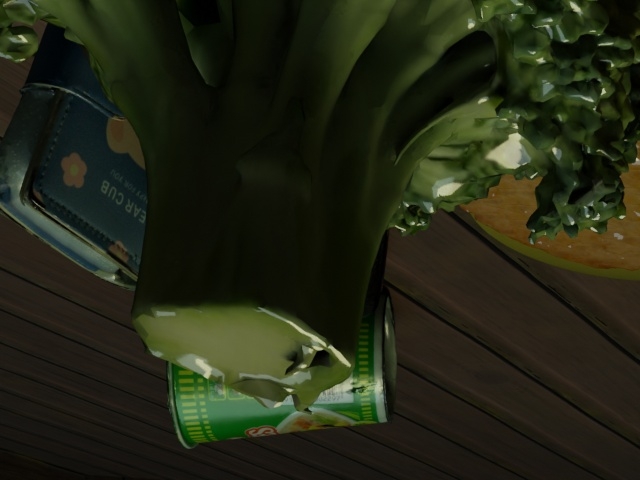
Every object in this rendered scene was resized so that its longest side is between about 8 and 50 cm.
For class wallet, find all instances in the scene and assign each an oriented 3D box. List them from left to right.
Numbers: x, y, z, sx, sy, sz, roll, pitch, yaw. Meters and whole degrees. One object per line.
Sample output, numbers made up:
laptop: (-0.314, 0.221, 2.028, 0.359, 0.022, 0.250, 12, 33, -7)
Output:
wallet: (-0.119, -0.087, 0.717, 0.059, 0.202, 0.141, 10, 161, 32)

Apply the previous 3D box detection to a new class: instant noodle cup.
instant noodle cup: (-0.036, 0.129, 1.304, 0.232, 0.207, 0.207, -1, 158, 9)

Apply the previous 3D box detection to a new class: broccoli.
broccoli: (-0.007, -0.107, 0.527, 0.375, 0.302, 0.249, 20, 120, -13)

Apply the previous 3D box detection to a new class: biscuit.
biscuit: (0.173, -0.058, 0.816, 0.254, 0.035, 0.254, 21, 155, 11)

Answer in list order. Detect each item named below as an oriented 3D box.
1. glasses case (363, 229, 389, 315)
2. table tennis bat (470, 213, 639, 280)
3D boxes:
glasses case: (0.000, 0.000, 1.063, 0.122, 0.082, 0.321, 7, 159, 4)
table tennis bat: (0.255, -0.033, 0.907, 0.224, 0.054, 0.368, 21, 162, -15)
